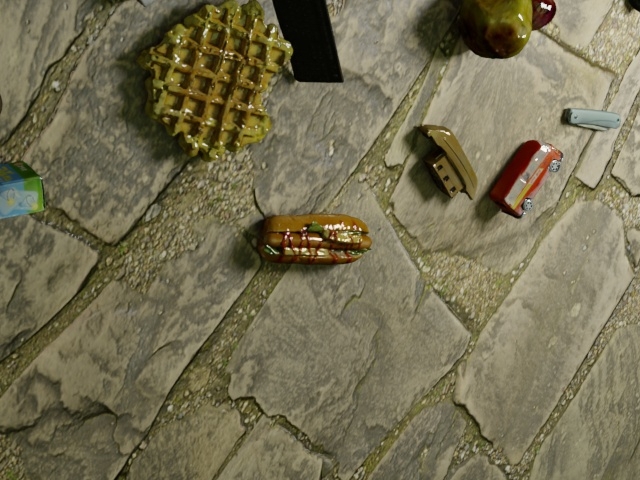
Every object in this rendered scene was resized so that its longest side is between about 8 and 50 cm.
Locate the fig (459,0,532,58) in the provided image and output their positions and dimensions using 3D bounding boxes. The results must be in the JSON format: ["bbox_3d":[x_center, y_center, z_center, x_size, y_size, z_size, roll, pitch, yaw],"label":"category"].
[{"bbox_3d":[0.335,-0.429,1.985,0.154,0.144,0.165,16,88,-58],"label":"fig"}]

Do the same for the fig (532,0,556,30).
[{"bbox_3d":[0.404,-0.439,2.070,0.089,0.088,0.125,16,125,-36],"label":"fig"}]

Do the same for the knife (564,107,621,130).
[{"bbox_3d":[0.595,-0.264,2.289,0.162,0.023,0.044,1,113,-33],"label":"knife"}]

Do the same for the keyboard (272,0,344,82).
[{"bbox_3d":[-0.034,-0.411,1.738,0.041,0.104,0.381,-69,155,-43],"label":"keyboard"}]

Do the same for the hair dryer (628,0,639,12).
[{"bbox_3d":[0.670,-0.582,2.193,0.100,0.057,0.197,-45,121,-11],"label":"hair dryer"}]

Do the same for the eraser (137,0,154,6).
[{"bbox_3d":[-0.293,-0.477,1.602,0.096,0.052,0.225,-37,132,-9],"label":"eraser"}]

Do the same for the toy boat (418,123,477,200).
[{"bbox_3d":[0.250,-0.154,2.097,0.077,0.057,0.200,-38,125,-6],"label":"toy boat"}]

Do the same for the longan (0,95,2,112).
[{"bbox_3d":[-0.525,-0.214,1.561,0.106,0.106,0.119,42,43,-37],"label":"longan"}]

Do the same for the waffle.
[{"bbox_3d":[-0.168,-0.269,1.781,0.291,0.051,0.291,-12,116,-25],"label":"waffle"}]

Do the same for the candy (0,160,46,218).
[{"bbox_3d":[-0.532,-0.068,1.610,0.195,0.097,0.062,-14,115,-27],"label":"candy"}]

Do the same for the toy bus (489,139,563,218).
[{"bbox_3d":[0.433,-0.136,2.209,0.077,0.079,0.174,36,88,-27],"label":"toy bus"}]

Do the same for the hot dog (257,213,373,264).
[{"bbox_3d":[0.000,0.000,1.991,0.250,0.076,0.104,4,106,-31],"label":"hot dog"}]
